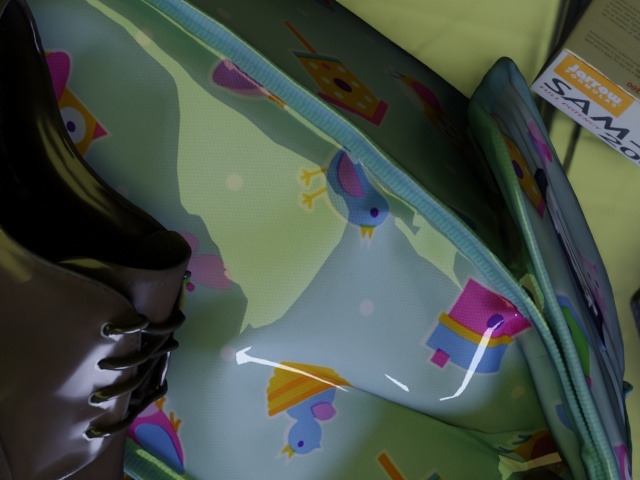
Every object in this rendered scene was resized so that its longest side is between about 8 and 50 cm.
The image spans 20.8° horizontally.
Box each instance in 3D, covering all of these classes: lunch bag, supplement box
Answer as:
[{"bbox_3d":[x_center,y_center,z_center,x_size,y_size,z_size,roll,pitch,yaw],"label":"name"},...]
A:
[{"bbox_3d":[0.000,0.000,0.599,0.262,0.223,0.160,32,104,0],"label":"lunch bag"},{"bbox_3d":[0.131,-0.081,0.656,0.062,0.036,0.098,36,65,-1],"label":"supplement box"}]

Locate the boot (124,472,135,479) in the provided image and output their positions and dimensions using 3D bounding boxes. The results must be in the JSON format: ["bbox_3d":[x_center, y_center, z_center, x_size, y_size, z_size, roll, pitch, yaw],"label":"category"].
[{"bbox_3d":[-0.070,0.102,0.624,0.095,0.203,0.262,-45,94,7],"label":"boot"}]

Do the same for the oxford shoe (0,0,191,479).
[{"bbox_3d":[-0.075,0.041,0.464,0.096,0.083,0.227,-13,106,16],"label":"oxford shoe"}]
